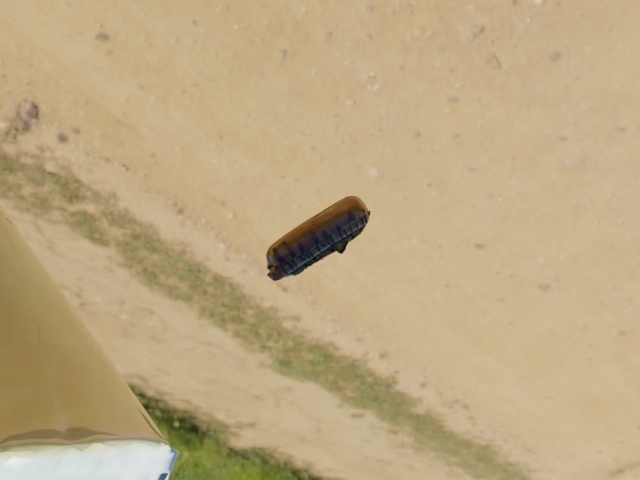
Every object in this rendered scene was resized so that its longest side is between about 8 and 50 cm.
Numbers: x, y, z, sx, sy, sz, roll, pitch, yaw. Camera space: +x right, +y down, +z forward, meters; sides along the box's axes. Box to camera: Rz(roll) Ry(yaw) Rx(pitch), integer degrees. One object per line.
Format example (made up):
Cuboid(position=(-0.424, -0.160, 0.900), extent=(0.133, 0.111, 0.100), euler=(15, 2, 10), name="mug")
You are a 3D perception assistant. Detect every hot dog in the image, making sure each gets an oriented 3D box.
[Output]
Cuboid(position=(0.000, 0.000, 0.766), extent=(0.122, 0.037, 0.049), euler=(-35, 147, -22), name="hot dog")

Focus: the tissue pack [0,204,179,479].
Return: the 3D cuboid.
Cuboid(position=(-0.326, 0.083, 0.486), extent=(0.332, 0.405, 0.205), euler=(6, 112, -40), name="tissue pack")
